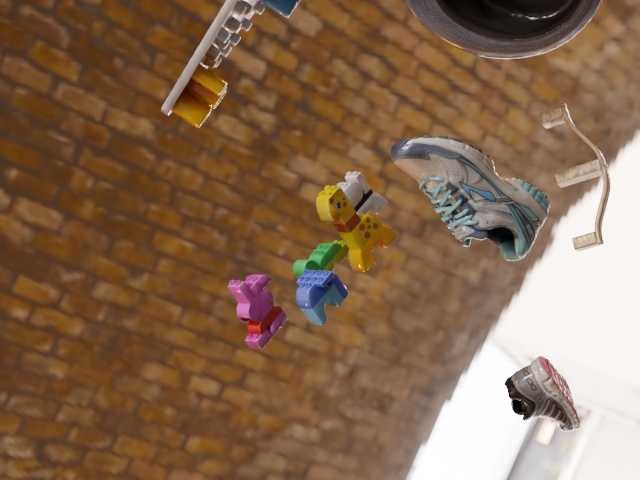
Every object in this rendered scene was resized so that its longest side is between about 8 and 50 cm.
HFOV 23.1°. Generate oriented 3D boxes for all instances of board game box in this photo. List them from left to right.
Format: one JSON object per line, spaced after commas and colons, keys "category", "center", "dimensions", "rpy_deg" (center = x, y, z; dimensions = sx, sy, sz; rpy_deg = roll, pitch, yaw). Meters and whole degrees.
{"category": "board game box", "center": [-0.010, -0.347, 1.760], "dimensions": [0.390, 0.050, 0.390], "rpy_deg": [-53, 4, 35]}

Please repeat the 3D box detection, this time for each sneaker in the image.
{"category": "sneaker", "center": [0.223, -0.063, 2.367], "dimensions": [0.283, 0.110, 0.122], "rpy_deg": [27, -111, -21]}
{"category": "sneaker", "center": [0.293, 0.212, 2.084], "dimensions": [0.075, 0.063, 0.170], "rpy_deg": [-24, -37, 14]}

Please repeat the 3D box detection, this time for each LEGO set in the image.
{"category": "LEGO set", "center": [0.000, 0.000, 1.579], "dimensions": [0.227, 0.087, 0.093], "rpy_deg": [-49, -59, -30]}

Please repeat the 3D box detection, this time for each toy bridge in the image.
{"category": "toy bridge", "center": [0.321, -0.084, 1.928], "dimensions": [0.026, 0.063, 0.188], "rpy_deg": [26, -131, -64]}

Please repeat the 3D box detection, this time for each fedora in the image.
{"category": "fedora", "center": [0.256, -0.377, 2.162], "dimensions": [0.124, 0.275, 0.243], "rpy_deg": [-49, -33, -74]}
